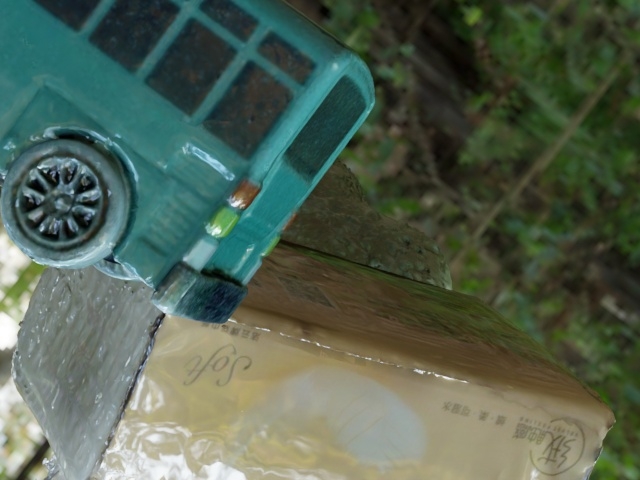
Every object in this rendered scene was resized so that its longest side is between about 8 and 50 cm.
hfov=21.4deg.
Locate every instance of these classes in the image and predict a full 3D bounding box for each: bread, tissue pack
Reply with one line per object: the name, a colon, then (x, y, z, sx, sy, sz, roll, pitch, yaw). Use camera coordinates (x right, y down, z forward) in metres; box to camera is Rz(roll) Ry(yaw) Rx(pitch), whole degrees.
bread: (0.000, 0.000, 1.306, 0.172, 0.064, 0.232, -18, -126, -38)
tissue pack: (-0.024, 0.124, 1.043, 0.305, 0.238, 0.238, 17, -171, -27)

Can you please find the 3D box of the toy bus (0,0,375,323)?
toy bus: (-0.113, -0.090, 0.674, 0.256, 0.147, 0.128, 37, 180, 9)
